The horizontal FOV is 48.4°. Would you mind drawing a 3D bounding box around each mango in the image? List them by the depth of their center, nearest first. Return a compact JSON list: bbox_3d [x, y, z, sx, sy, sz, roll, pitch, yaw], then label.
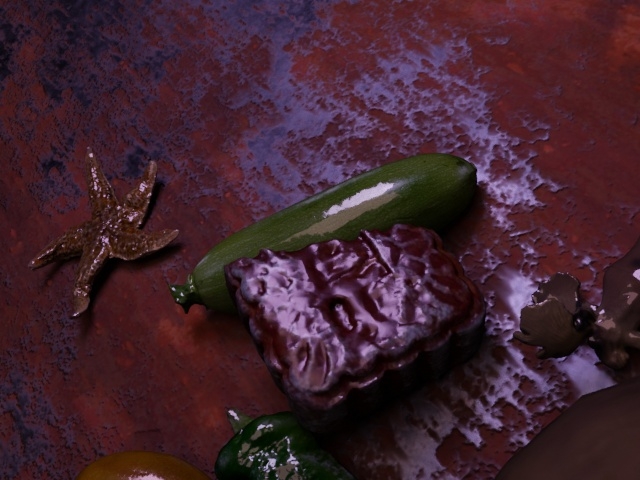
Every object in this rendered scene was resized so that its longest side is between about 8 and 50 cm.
[{"bbox_3d":[-0.169,0.302,0.759,0.228,0.099,0.136,16,67,23],"label":"mango"}]

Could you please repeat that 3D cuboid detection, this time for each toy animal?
[{"bbox_3d":[0.305,0.049,0.686,0.186,0.093,0.214,25,69,29],"label":"toy animal"}]

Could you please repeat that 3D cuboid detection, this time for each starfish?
[{"bbox_3d":[-0.305,-0.017,1.017,0.236,0.062,0.277,-14,57,17],"label":"starfish"}]

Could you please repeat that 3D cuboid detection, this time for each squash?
[{"bbox_3d":[0.000,0.000,0.836,0.395,0.107,0.107,-23,56,11],"label":"squash"}]

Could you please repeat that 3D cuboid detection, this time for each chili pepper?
[{"bbox_3d":[-0.019,0.269,0.701,0.136,0.099,0.270,-42,55,1],"label":"chili pepper"}]

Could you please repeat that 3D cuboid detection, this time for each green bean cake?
[{"bbox_3d":[0.040,0.072,0.748,0.233,0.097,0.198,-23,55,-10],"label":"green bean cake"}]

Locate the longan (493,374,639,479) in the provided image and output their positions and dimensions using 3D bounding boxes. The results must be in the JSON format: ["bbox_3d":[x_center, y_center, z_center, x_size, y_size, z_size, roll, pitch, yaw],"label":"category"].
[{"bbox_3d":[0.278,0.268,0.374,0.436,0.404,0.404,23,74,48],"label":"longan"}]
